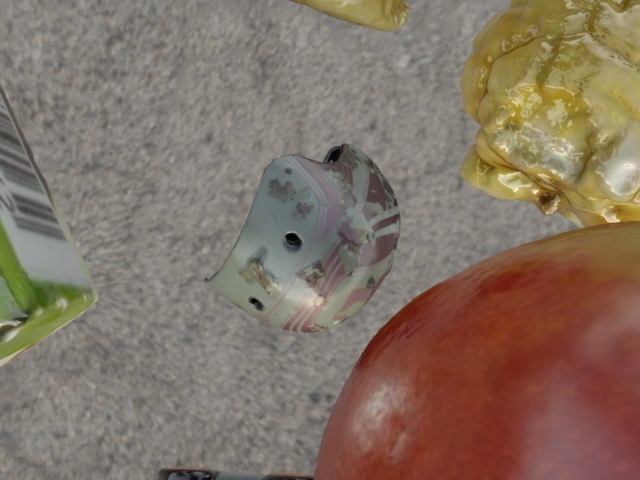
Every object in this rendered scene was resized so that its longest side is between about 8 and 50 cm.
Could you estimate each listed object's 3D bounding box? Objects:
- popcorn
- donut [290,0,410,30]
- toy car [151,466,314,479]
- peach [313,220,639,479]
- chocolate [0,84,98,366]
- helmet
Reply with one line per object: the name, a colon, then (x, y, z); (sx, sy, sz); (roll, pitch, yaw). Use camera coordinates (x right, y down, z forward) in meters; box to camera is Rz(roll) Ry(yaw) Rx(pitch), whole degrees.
popcorn: (0.385, -0.187, 1.285); (0.390, 0.344, 0.354); (-28, 116, -12)
donut: (-0.042, -0.318, 0.890); (0.330, 0.330, 0.160); (21, 107, -14)
toy car: (-0.066, 0.346, 1.081); (0.270, 0.212, 0.181); (-2, 78, 21)
peach: (0.166, 0.169, 0.539); (0.369, 0.370, 0.370); (1, 88, -15)
chocolate: (-0.321, -0.012, 0.631); (0.288, 0.137, 0.301); (-31, 76, 16)
helmet: (0.006, 0.011, 0.778); (0.107, 0.153, 0.177); (44, 33, 24)
